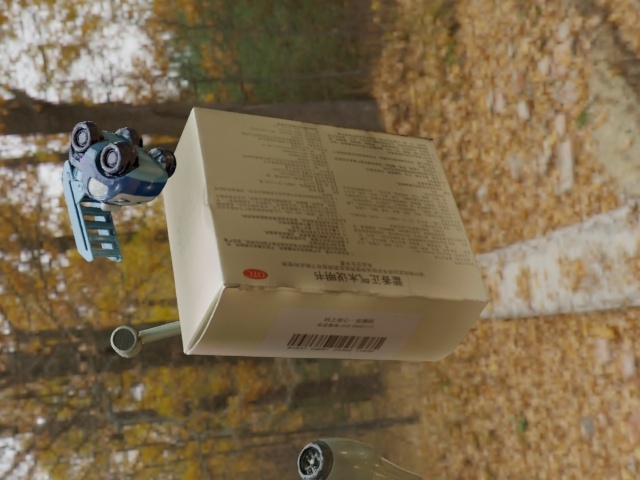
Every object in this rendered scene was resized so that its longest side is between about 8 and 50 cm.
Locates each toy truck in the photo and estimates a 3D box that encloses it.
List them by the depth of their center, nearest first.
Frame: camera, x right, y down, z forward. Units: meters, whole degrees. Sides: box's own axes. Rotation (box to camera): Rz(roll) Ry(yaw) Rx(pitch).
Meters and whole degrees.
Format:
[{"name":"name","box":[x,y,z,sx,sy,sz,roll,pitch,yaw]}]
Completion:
[{"name":"toy truck","box":[-0.147,-0.032,0.686,0.056,0.073,0.090,1,-66,-55]}]

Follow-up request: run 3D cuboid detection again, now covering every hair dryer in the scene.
[{"name":"hair dryer","box":[-0.226,0.129,1.366,0.063,0.124,0.038,117,137,-75]},{"name":"hair dryer","box":[0.027,0.376,1.402,0.267,0.229,0.092,-57,40,33]}]

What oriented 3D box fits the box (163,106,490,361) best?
[{"name":"box","box":[0.000,0.000,0.747,0.095,0.212,0.168,121,145,-43]}]
